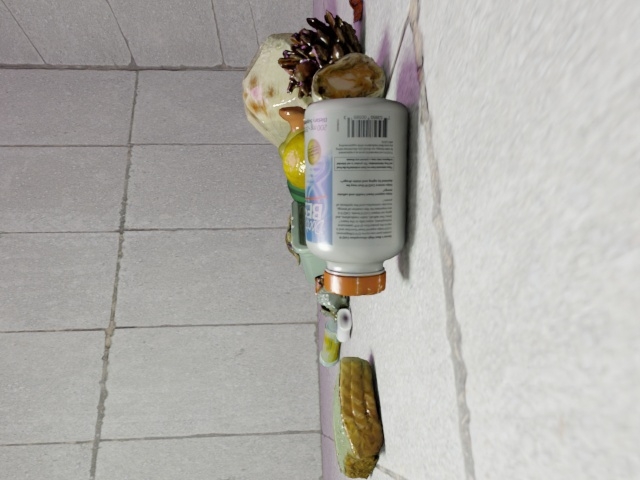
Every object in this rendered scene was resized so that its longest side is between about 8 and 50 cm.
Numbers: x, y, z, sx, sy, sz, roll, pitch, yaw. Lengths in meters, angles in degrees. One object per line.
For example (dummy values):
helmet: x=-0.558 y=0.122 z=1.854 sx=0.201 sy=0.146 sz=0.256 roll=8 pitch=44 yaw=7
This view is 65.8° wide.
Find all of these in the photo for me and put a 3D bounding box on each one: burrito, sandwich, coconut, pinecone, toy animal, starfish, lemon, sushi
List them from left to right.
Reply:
coconut: x=-0.109 y=-0.523 z=1.786 sx=0.415 sy=0.345 sz=0.414 roll=-178 pitch=90 yaw=-85
starfish: x=-0.096 y=-0.001 z=1.719 sx=0.176 sy=0.053 sz=0.208 roll=83 pitch=169 yaw=-65
toy animal: x=-0.012 y=-0.251 z=1.542 sx=0.191 sy=0.216 sz=0.337 roll=41 pitch=141 yaw=48
lemon: x=-0.008 y=-0.222 z=1.353 sx=0.170 sy=0.208 sz=0.169 roll=-7 pitch=-90 yaw=-66
pinecone: x=-0.001 y=-0.441 z=1.195 sx=0.179 sy=0.205 sz=0.184 roll=-91 pitch=-15 yaw=-81
sushi: x=0.041 y=0.186 z=1.533 sx=0.226 sy=0.097 sz=0.103 roll=68 pitch=-158 yaw=-55
burrito: x=0.054 y=-0.271 z=0.987 sx=0.105 sy=0.143 sz=0.299 roll=56 pitch=178 yaw=4
sandwich: x=0.074 y=0.397 z=1.111 sx=0.251 sy=0.087 sz=0.226 roll=94 pitch=175 yaw=-54

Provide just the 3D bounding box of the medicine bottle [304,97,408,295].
medicine bottle: x=0.054 y=-0.064 z=0.765 sx=0.157 sy=0.157 sz=0.288 roll=-114 pitch=24 yaw=-81

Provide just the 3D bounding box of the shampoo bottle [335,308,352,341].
shampoo bottle: x=0.069 y=0.260 z=1.487 sx=0.099 sy=0.043 sz=0.072 roll=93 pitch=176 yaw=-51

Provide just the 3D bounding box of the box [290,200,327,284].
box: x=0.000 y=0.000 z=1.683 sx=0.311 sy=0.176 sz=0.182 roll=-96 pitch=-3 yaw=-55

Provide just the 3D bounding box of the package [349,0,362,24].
package: x=0.083 y=-0.586 z=1.202 sx=0.077 sy=0.033 sz=0.110 roll=14 pitch=121 yaw=62

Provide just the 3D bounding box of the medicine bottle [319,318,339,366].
medicine bottle: x=0.040 y=0.371 z=1.791 sx=0.218 sy=0.074 sz=0.073 roll=96 pitch=173 yaw=-46
